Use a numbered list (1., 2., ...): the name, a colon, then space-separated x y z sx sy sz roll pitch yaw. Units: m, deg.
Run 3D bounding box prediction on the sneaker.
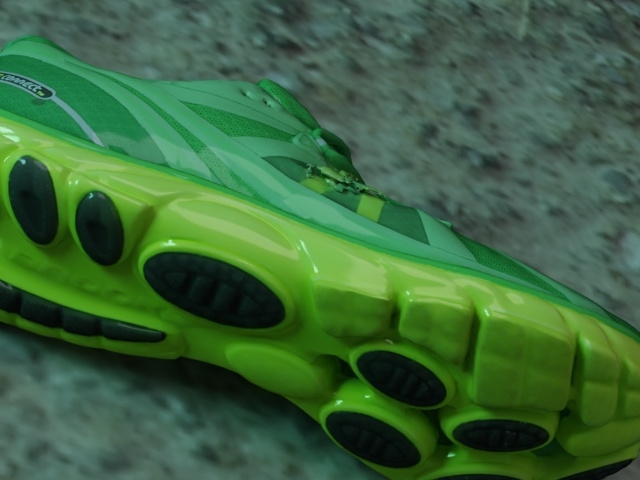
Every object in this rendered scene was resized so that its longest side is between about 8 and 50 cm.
1. sneaker: 0.000 0.000 0.631 0.296 0.109 0.123 24 44 -10
